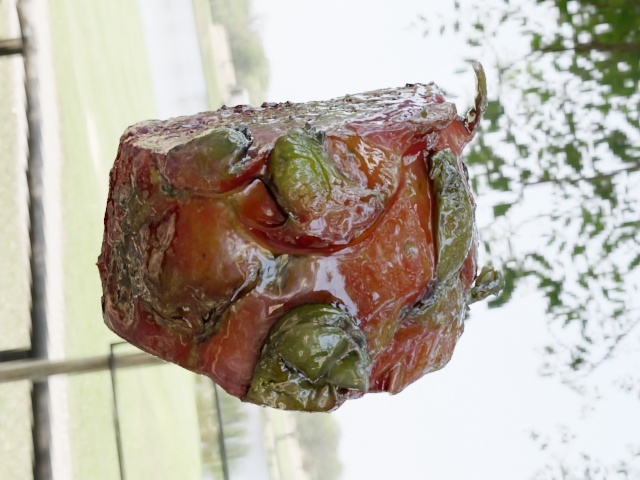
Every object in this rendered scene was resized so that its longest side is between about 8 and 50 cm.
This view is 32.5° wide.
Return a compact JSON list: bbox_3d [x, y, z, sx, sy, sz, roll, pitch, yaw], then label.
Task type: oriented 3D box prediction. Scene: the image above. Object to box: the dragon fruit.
[{"bbox_3d":[0.000,0.000,0.353,0.096,0.147,0.102,-135,-140,-76],"label":"dragon fruit"}]
